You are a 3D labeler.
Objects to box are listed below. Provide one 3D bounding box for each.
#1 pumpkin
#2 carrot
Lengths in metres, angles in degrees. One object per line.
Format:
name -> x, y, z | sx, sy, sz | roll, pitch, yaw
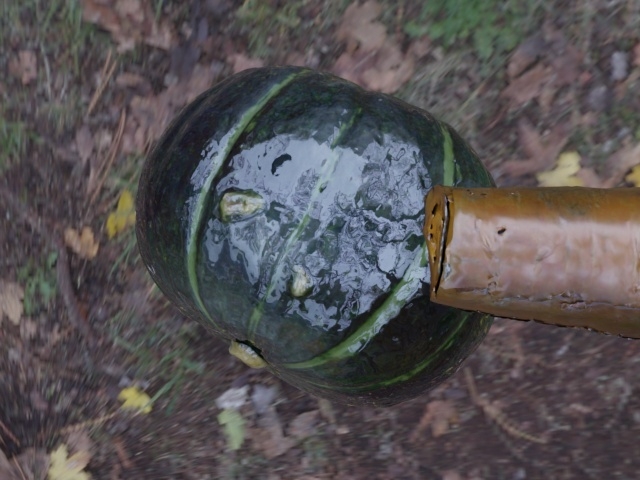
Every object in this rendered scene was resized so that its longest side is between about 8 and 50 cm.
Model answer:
pumpkin -> 0.000, 0.000, 1.342 | 0.323, 0.323, 0.241 | 25, 78, -5
carrot -> 0.109, 0.008, 0.441 | 0.161, 0.055, 0.055 | 1, 81, -2
